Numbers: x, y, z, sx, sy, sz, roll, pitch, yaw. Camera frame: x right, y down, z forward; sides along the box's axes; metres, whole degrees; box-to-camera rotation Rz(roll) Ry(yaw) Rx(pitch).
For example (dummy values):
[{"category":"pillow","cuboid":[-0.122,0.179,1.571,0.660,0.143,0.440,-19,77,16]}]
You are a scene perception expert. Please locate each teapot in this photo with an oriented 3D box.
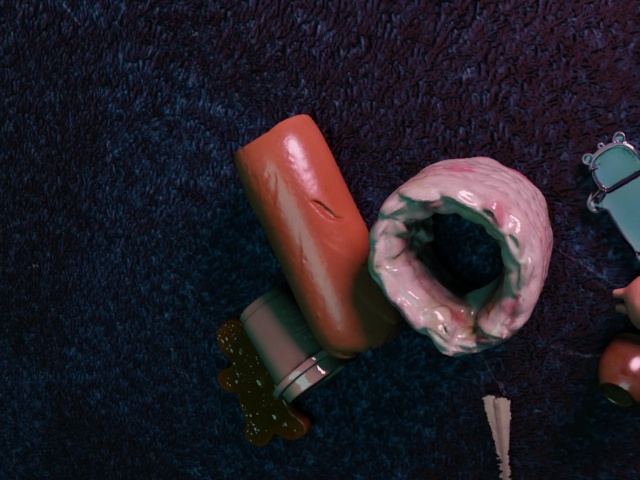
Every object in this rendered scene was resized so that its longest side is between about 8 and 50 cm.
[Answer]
[{"category":"teapot","cuboid":[0.358,0.155,0.744,0.110,0.080,0.085,50,153,-10]}]

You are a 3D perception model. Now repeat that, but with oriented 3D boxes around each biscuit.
[{"category":"biscuit","cuboid":[-0.093,0.209,1.033,0.138,0.031,0.204,-22,96,32]}]

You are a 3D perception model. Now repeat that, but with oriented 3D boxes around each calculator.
[{"category":"calculator","cuboid":[0.334,-0.045,0.722,0.094,0.019,0.141,-35,87,32]}]

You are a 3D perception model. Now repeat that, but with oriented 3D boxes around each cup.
[{"category":"cup","cuboid":[-0.042,0.140,0.938,0.141,0.120,0.120,53,123,13]}]

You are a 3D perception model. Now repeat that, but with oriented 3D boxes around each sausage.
[{"category":"sausage","cuboid":[0.000,0.001,0.859,0.121,0.121,0.304,-23,94,32]}]

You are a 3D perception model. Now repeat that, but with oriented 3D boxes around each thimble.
[{"category":"thimble","cuboid":[0.160,0.019,0.764,0.186,0.149,0.210,-3,106,27]}]

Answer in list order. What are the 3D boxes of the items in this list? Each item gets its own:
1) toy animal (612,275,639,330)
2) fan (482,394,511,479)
[{"category":"toy animal","cuboid":[0.379,0.073,0.702,0.150,0.084,0.089,13,90,42]},{"category":"fan","cuboid":[0.252,0.387,0.916,0.233,0.012,0.414,4,111,26]}]
